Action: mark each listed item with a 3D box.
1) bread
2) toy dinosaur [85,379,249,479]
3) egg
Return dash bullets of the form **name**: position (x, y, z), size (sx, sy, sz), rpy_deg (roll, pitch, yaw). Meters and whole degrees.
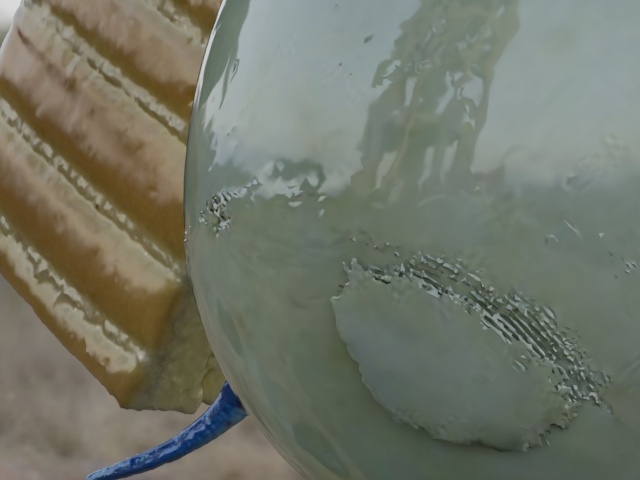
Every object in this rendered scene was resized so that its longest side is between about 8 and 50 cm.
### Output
- **bread**: position (-0.084, -0.069, 1.058), size (0.111, 0.239, 0.246), rpy_deg (10, 20, -43)
- **toy dinosaur**: position (0.031, 0.001, 0.849), size (0.144, 0.329, 0.076), rpy_deg (20, 27, -22)
- **egg**: position (0.074, -0.034, 0.453), size (0.186, 0.186, 0.253), rpy_deg (7, 40, 34)
